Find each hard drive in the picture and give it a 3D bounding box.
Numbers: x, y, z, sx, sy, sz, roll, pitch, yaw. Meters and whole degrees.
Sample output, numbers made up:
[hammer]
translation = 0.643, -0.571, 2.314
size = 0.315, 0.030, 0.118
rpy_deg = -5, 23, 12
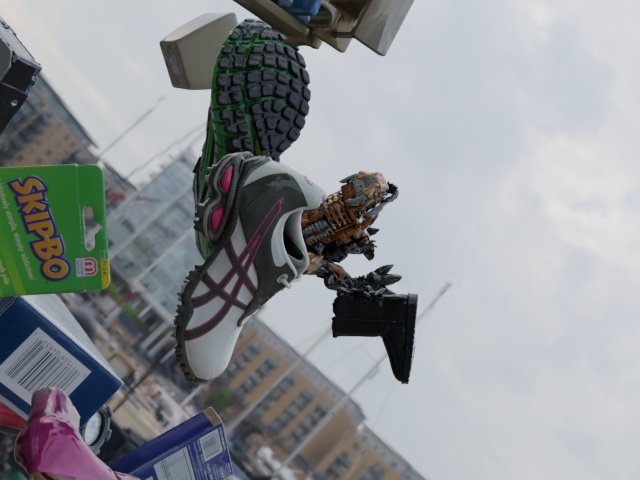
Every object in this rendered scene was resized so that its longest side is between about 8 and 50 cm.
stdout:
[hard drive]
translation = -0.585, -0.196, 1.387
size = 0.237, 0.339, 0.064
rpy_deg = 47, 12, 33

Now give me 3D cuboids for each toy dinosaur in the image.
[toy dinosaur]
translation = 0.000, 0.000, 1.422
size = 0.322, 0.164, 0.218
rpy_deg = -16, -25, 41

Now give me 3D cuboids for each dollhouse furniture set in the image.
[dollhouse furniture set]
translation = -0.005, -0.261, 0.822
size = 0.129, 0.128, 0.184
rpy_deg = 28, -1, -31

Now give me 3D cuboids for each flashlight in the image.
[flashlight]
translation = -0.529, 0.311, 1.624
size = 0.304, 0.103, 0.103
rpy_deg = 9, -19, 19

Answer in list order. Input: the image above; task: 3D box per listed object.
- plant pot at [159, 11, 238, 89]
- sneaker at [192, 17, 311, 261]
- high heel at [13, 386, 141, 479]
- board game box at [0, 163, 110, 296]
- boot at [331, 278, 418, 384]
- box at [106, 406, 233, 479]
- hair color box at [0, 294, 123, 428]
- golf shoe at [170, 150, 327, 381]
[plant pot]
translation = -0.179, -0.278, 1.359
size = 0.109, 0.096, 0.108
rpy_deg = 22, -49, 57
[sneaker]
translation = -0.113, -0.125, 1.182
size = 0.134, 0.343, 0.146
rpy_deg = 13, -5, -30
[high heel]
translation = -0.218, 0.261, 0.876
size = 0.117, 0.082, 0.244
rpy_deg = -111, -176, -61
[board game box]
translation = -0.334, -0.006, 0.856
size = 0.039, 0.260, 0.124
rpy_deg = -151, -121, -82
[boot]
translation = 0.063, 0.108, 1.063
size = 0.045, 0.099, 0.121
rpy_deg = -61, 154, -71
[box]
translation = -0.226, 0.320, 1.186
size = 0.036, 0.225, 0.136
rpy_deg = 45, -28, 36
[hair color box]
translation = -0.388, 0.106, 1.139
size = 0.174, 0.105, 0.347
rpy_deg = 50, -11, -29
[golf shoe]
translation = -0.081, 0.043, 0.958
size = 0.120, 0.272, 0.105
rpy_deg = 18, 22, 8
